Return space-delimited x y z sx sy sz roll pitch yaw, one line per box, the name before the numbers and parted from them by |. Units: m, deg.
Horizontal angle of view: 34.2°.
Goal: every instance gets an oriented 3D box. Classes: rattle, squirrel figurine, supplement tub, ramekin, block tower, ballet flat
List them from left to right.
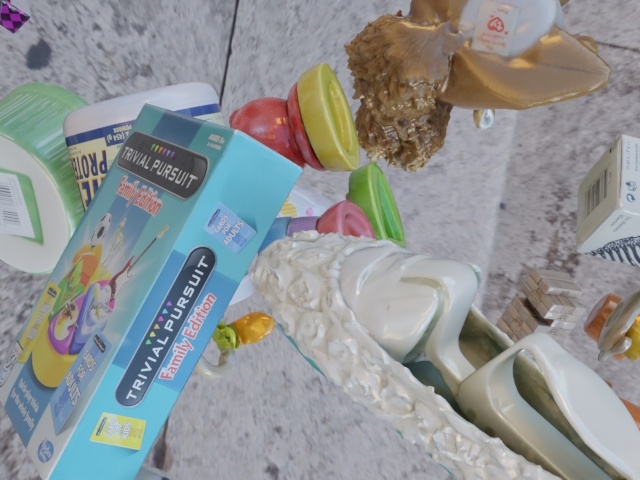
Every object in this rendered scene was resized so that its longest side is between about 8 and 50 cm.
ramekin | -0.464 -0.092 1.703 0.303 0.148 0.303 17 127 24
supplement tub | -0.233 -0.055 1.547 0.235 0.235 0.325 -14 96 -5
rattle | -0.199 0.192 1.931 0.142 0.199 0.130 -4 80 34
squirrel figurine | 0.213 -0.280 1.592 0.397 0.370 0.281 -25 89 2
ballet flat | 0.116 0.094 0.762 0.147 0.147 0.409 -48 65 -1
block tower | 0.365 0.212 1.959 0.097 0.091 0.335 10 121 -33

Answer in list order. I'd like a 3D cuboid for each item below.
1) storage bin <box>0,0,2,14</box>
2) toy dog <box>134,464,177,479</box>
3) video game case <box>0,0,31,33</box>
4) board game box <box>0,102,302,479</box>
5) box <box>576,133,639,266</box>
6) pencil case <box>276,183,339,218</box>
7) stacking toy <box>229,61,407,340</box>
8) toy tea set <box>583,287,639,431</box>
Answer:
storage bin | -0.353 -0.257 0.932 0.084 0.122 0.180 21 113 15
toy dog | -0.245 0.452 1.178 0.395 0.408 0.284 -14 128 34
video game case | -0.452 -0.377 1.225 0.042 0.210 0.232 -35 141 19
board game box | -0.179 0.043 0.987 0.079 0.254 0.336 29 87 -30
box | 0.419 -0.018 1.100 0.275 0.113 0.094 13 62 -5
pencil case | -0.089 -0.067 1.885 0.273 0.124 0.113 24 93 -17
stacking toy | 0.000 0.000 1.140 0.130 0.279 0.309 -16 55 15
toy tea set | 0.347 0.179 1.189 0.124 0.200 0.336 34 56 5
